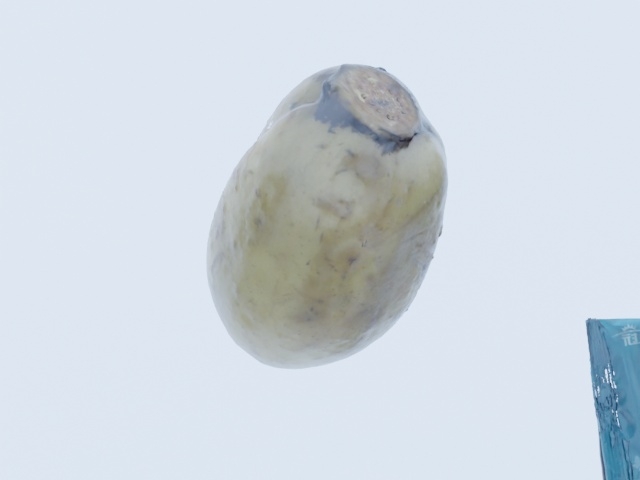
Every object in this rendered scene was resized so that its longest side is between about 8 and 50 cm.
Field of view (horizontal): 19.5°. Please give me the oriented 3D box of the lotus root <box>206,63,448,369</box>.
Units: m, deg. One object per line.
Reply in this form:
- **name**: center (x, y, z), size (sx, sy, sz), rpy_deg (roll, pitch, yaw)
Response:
- **lotus root**: center (0.000, 0.000, 0.978), size (0.118, 0.221, 0.125), rpy_deg (38, -132, 18)

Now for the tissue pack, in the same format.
- **tissue pack**: center (0.193, 0.070, 0.870), size (0.138, 0.028, 0.085), rpy_deg (-7, -98, -11)
